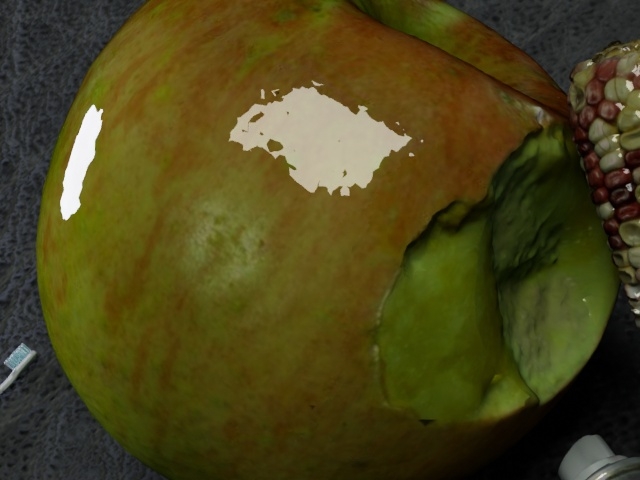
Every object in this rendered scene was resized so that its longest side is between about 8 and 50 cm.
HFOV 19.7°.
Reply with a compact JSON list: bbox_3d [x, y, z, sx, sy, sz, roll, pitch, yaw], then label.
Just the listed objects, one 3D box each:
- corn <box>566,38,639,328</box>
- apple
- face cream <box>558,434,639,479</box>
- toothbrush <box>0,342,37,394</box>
[{"bbox_3d":[0.207,0.031,0.954,0.098,0.098,0.290,-17,85,5],"label":"corn"},{"bbox_3d":[0.000,0.000,1.079,0.339,0.339,0.339,-8,56,11],"label":"apple"},{"bbox_3d":[0.217,0.224,1.019,0.073,0.073,0.283,-30,54,-5],"label":"face cream"},{"bbox_3d":[-0.254,0.130,1.253,0.017,0.014,0.162,39,74,18],"label":"toothbrush"}]
